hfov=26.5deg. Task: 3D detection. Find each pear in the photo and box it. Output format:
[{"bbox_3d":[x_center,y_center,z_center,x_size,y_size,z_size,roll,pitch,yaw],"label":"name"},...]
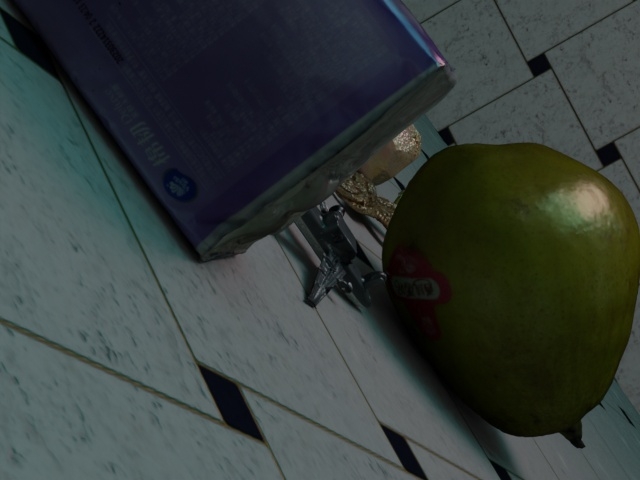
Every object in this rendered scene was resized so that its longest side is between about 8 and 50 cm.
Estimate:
[{"bbox_3d":[0.224,0.063,1.532,0.287,0.287,0.375,-41,110,-79],"label":"pear"}]

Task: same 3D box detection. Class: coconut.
[{"bbox_3d":[0.082,-0.155,2.015,0.122,0.116,0.116,52,11,-9],"label":"coconut"}]

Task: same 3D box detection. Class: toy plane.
[{"bbox_3d":[0.002,-0.002,1.334,0.226,0.058,0.226,44,30,-37],"label":"toy plane"}]

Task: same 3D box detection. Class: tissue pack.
[{"bbox_3d":[-0.079,-0.182,1.081,0.338,0.242,0.160,54,10,6],"label":"tissue pack"}]

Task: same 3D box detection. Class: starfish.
[{"bbox_3d":[0.063,-0.061,1.789,0.210,0.053,0.150,47,7,-17],"label":"starfish"}]

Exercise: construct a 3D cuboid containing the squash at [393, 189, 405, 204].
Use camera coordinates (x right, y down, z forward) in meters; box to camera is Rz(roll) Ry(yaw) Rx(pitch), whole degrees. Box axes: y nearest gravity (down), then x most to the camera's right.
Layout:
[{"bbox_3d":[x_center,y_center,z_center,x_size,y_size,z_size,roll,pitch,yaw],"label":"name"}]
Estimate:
[{"bbox_3d":[0.155,-0.038,2.039,0.090,0.075,0.200,27,8,6],"label":"squash"}]
